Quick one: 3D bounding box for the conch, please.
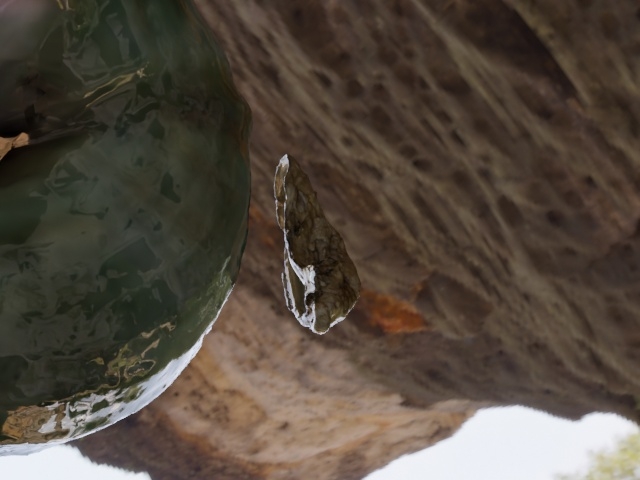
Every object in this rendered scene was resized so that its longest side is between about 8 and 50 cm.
[{"bbox_3d":[-0.125,-0.029,0.410,0.220,0.277,0.195,-9,-131,-38],"label":"conch"}]

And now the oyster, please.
[{"bbox_3d":[0.000,0.000,0.612,0.038,0.081,0.083,-5,-80,-6],"label":"oyster"}]
